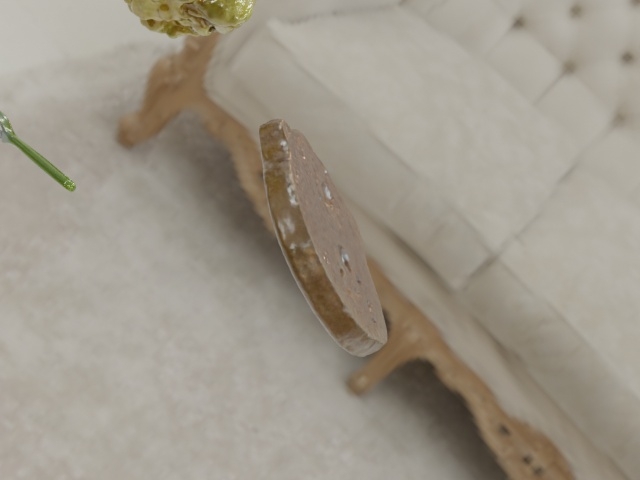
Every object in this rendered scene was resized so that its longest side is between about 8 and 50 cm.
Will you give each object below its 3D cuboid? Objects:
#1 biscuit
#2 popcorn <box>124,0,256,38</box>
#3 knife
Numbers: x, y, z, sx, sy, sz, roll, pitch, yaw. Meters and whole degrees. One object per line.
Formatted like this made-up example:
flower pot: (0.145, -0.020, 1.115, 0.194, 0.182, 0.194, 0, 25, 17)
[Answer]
biscuit: (-0.002, 0.001, 1.714, 0.273, 0.049, 0.257, 56, 16, -52)
popcorn: (-0.178, -0.381, 2.248, 0.203, 0.226, 0.200, 57, 7, 9)
knife: (-0.325, -0.105, 1.709, 0.184, 0.026, 0.022, 38, 11, 27)
